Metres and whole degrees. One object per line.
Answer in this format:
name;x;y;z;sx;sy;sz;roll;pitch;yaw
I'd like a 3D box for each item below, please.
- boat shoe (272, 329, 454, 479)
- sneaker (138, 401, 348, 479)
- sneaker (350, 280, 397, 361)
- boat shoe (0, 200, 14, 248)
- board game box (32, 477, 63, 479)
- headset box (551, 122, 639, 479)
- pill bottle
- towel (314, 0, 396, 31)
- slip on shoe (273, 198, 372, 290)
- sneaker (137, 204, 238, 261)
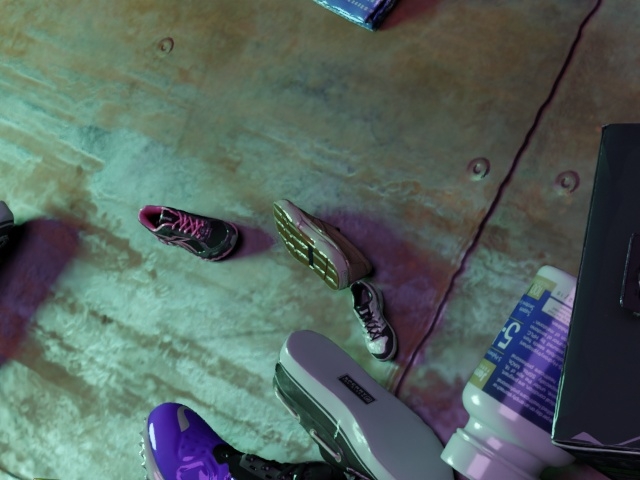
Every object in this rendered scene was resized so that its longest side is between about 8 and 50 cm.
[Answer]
boat shoe;0.036;0.174;1.399;0.219;0.078;0.070;46;130;32
sneaker;-0.043;0.237;1.393;0.146;0.102;0.293;-47;60;16
sneaker;0.046;0.075;1.450;0.032;0.037;0.083;-29;58;17
boat shoe;-0.446;0.081;1.731;0.301;0.108;0.102;-42;85;-4
board game box;-0.209;0.317;1.488;0.194;0.045;0.146;6;84;35
headset box;0.292;0.070;1.139;0.131;0.283;0.246;2;72;33
pill bottle;0.185;0.125;1.291;0.112;0.112;0.186;31;88;38
towel;0.070;-0.405;1.643;0.243;0.040;0.336;36;91;39
slip on shoe;0.000;0.000;1.513;0.041;0.051;0.135;-22;39;-24
sneaker;-0.141;-0.013;1.597;0.119;0.057;0.047;11;74;34
